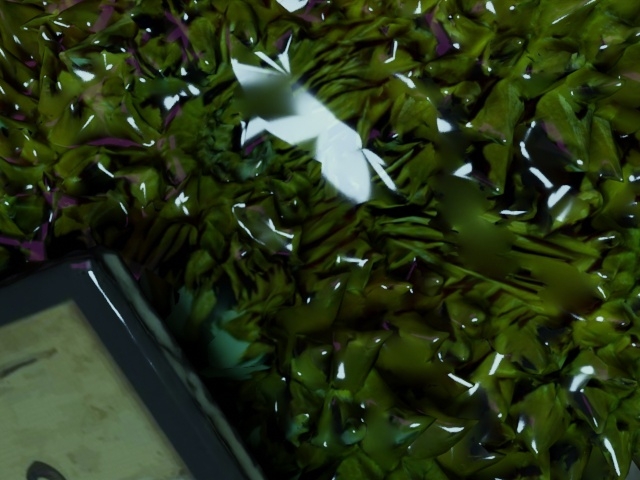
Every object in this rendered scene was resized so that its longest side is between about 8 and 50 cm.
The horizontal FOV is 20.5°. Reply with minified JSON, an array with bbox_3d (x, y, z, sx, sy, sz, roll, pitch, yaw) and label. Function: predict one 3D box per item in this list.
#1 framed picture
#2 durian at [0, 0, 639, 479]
[{"bbox_3d":[-0.060,0.176,0.533,0.265,0.347,0.016,-19,21,37],"label":"framed picture"},{"bbox_3d":[-0.001,0.001,0.569,0.291,0.291,0.224,-66,20,0],"label":"durian"}]
